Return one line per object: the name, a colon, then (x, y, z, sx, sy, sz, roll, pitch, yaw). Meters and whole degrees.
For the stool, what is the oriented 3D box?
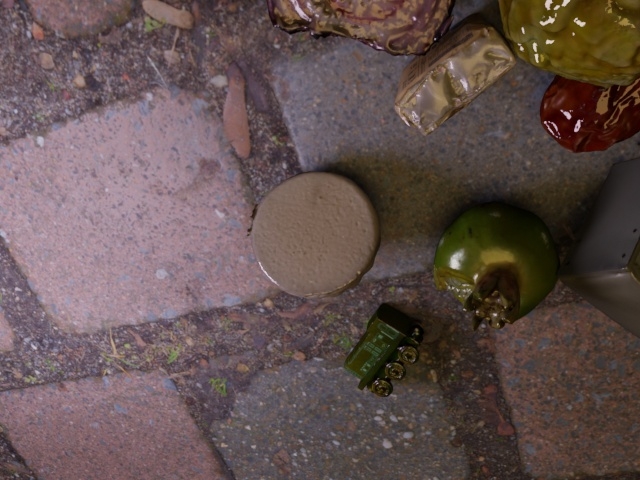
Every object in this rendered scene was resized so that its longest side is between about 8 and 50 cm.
stool: (0.598, 0.018, 0.932, 0.243, 0.170, 0.270, 34, 76, -7)

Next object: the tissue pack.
tissue pack: (0.215, -0.278, 0.893, 0.186, 0.222, 0.090, -38, 107, 25)

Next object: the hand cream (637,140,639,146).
hand cream: (0.650, -0.138, 0.990, 0.062, 0.039, 0.163, -38, 99, 28)

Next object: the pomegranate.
pomegranate: (0.324, 0.055, 1.003, 0.235, 0.302, 0.236, 5, 110, 14)

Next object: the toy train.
toy train: (0.144, 0.263, 1.272, 0.137, 0.090, 0.226, 32, 119, 2)

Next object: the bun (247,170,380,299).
bun: (0.000, 0.000, 1.123, 0.263, 0.175, 0.263, -3, 76, 12)

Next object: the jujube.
jujube: (0.481, -0.256, 0.882, 0.174, 0.174, 0.250, 41, 119, -11)

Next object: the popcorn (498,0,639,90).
popcorn: (0.361, -0.340, 0.709, 0.246, 0.282, 0.282, 2, 124, -29)

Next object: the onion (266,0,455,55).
onion: (0.083, -0.454, 0.870, 0.314, 0.146, 0.280, 20, 120, 10)
